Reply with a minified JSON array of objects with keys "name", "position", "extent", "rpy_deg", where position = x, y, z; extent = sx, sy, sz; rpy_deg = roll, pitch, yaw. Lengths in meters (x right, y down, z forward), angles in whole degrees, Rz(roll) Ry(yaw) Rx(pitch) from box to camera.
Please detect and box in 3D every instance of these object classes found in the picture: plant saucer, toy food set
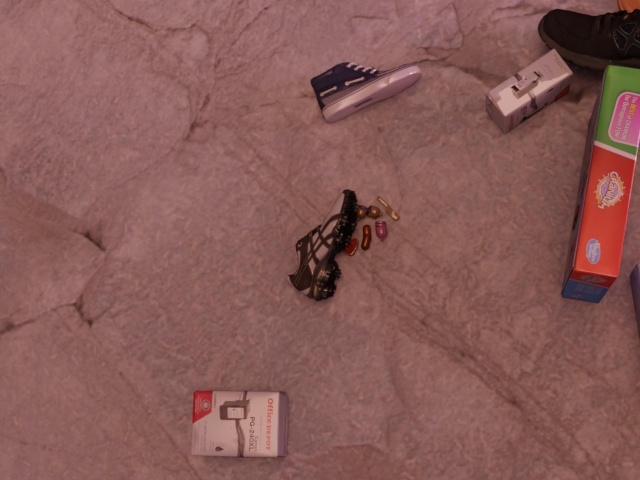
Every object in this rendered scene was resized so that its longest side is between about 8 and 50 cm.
[{"name":"plant saucer","position":[0.562,-0.420,1.668],"extent":[0.083,0.013,0.084],"rpy_deg":[-2,76,9]},{"name":"toy food set","position":[0.075,-0.019,1.657],"extent":[0.122,0.019,0.078],"rpy_deg":[-43,74,-1]}]

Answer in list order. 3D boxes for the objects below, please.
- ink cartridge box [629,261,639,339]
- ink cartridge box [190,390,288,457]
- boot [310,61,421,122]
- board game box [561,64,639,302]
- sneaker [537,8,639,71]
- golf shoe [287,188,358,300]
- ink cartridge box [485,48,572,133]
[{"name":"ink cartridge box","position":[0.533,0.140,1.492],"extent":[0.062,0.109,0.209],"rpy_deg":[-6,76,9]},{"name":"ink cartridge box","position":[-0.133,0.305,1.596],"extent":[0.150,0.063,0.109],"rpy_deg":[-1,77,10]},{"name":"boot","position":[0.077,-0.287,1.693],"extent":[0.190,0.069,0.086],"rpy_deg":[-24,77,6]},{"name":"board game box","position":[0.439,-0.078,1.492],"extent":[0.064,0.242,0.317],"rpy_deg":[10,80,12]},{"name":"sneaker","position":[0.521,-0.337,1.557],"extent":[0.340,0.140,0.125],"rpy_deg":[24,38,28]},{"name":"golf shoe","position":[0.000,0.000,1.629],"extent":[0.094,0.077,0.198],"rpy_deg":[20,90,23]},{"name":"ink cartridge box","position":[0.352,-0.250,1.621],"extent":[0.135,0.099,0.056],"rpy_deg":[-33,75,2]}]
